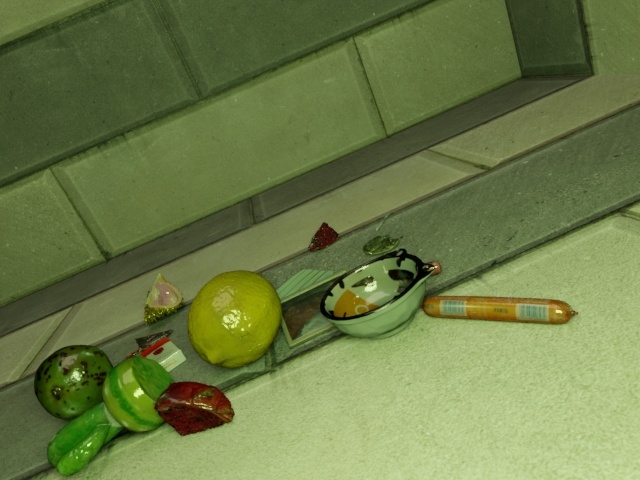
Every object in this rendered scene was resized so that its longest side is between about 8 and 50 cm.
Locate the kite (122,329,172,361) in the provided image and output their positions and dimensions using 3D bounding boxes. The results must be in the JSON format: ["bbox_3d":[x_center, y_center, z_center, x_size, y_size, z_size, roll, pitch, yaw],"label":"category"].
[{"bbox_3d":[-0.592,0.358,1.592,0.189,0.009,0.232,-32,21,-20],"label":"kite"}]

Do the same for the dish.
[{"bbox_3d":[0.148,0.150,1.145,0.303,0.120,0.303,-25,18,8],"label":"dish"}]

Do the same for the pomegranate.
[{"bbox_3d":[-0.700,0.401,1.349,0.211,0.210,0.263,-24,1,-2],"label":"pomegranate"}]

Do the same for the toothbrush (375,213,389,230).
[{"bbox_3d":[0.236,-0.069,1.763,0.013,0.011,0.131,-34,9,41],"label":"toothbrush"}]

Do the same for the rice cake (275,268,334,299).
[{"bbox_3d":[-0.064,0.157,1.486,0.198,0.037,0.189,-37,25,-32],"label":"rice cake"}]

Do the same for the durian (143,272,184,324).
[{"bbox_3d":[-0.614,0.232,1.759,0.165,0.132,0.182,-41,36,-14],"label":"durian"}]

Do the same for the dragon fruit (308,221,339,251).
[{"bbox_3d":[-0.002,-0.001,1.776,0.063,0.097,0.131,3,52,56],"label":"dragon fruit"}]

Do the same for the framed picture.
[{"bbox_3d":[0.001,0.184,1.300,0.250,0.016,0.184,-25,39,-3],"label":"framed picture"}]

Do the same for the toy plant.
[{"bbox_3d":[-0.521,0.443,1.133,0.316,0.184,0.224,-39,16,2],"label":"toy plant"}]

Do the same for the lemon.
[{"bbox_3d":[-0.226,0.208,1.240,0.268,0.267,0.267,-20,21,8],"label":"lemon"}]

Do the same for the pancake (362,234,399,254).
[{"bbox_3d":[0.199,0.015,1.577,0.116,0.022,0.129,-32,22,-16],"label":"pancake"}]

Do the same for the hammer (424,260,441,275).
[{"bbox_3d":[0.293,0.082,1.287,0.083,0.043,0.043,-19,21,15],"label":"hammer"}]

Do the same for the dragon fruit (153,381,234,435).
[{"bbox_3d":[-0.281,0.368,1.081,0.161,0.127,0.120,-17,29,18],"label":"dragon fruit"}]

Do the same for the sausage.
[{"bbox_3d":[0.371,0.149,1.016,0.348,0.053,0.053,-4,28,41],"label":"sausage"}]

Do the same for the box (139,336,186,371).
[{"bbox_3d":[-0.489,0.360,1.429,0.100,0.048,0.152,-32,20,-27],"label":"box"}]
